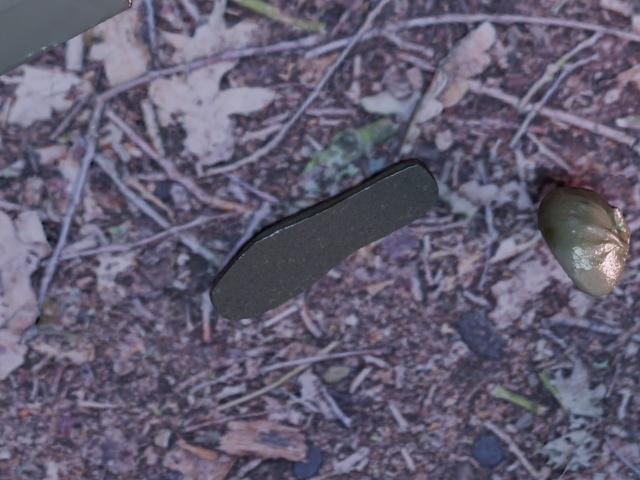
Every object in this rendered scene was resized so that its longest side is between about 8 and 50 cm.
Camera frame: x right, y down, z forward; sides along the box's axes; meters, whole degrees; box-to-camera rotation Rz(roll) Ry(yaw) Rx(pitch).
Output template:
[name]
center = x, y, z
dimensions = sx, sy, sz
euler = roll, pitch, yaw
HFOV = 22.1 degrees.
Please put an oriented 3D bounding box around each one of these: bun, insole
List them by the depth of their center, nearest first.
[bun]
center = 0.196, -0.005, 1.191
dimensions = 0.055, 0.086, 0.086
euler = -30, 121, 18
[insole]
center = 0.000, 0.000, 1.210
dimensions = 0.192, 0.010, 0.063
euler = -31, 122, 11

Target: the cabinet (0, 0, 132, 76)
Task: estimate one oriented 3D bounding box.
[cabinet]
center = -0.225, -0.216, 0.966
dimensions = 0.150, 0.145, 0.206
euler = -26, 122, 8
